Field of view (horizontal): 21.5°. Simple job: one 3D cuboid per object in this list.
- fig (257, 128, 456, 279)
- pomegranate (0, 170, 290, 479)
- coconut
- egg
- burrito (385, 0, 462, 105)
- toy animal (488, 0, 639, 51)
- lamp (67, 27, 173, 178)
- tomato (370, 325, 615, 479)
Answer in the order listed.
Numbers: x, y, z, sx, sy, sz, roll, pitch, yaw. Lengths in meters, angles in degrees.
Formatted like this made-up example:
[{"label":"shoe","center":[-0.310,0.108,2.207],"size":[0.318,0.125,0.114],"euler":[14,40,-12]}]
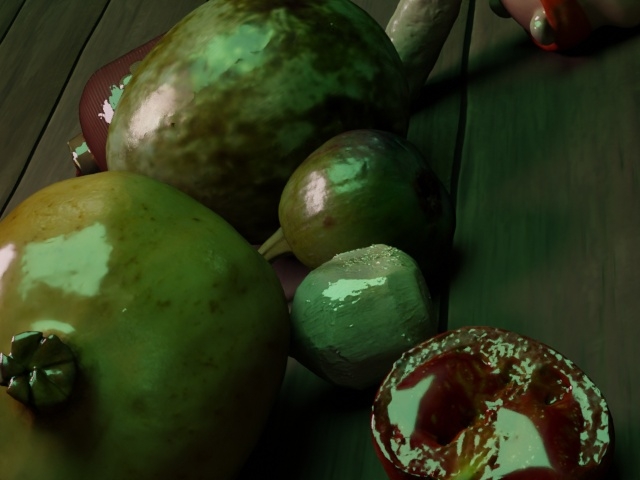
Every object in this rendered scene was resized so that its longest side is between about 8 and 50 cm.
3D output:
[{"label":"fig","center":[0.000,0.000,1.445],"size":[0.245,0.149,0.149],"euler":[-26,24,37]},{"label":"pomegranate","center":[-0.165,0.093,1.287],"size":[0.307,0.307,0.307],"euler":[-23,28,13]},{"label":"coconut","center":[0.027,0.063,1.323],"size":[0.124,0.110,0.110],"euler":[-17,29,9]},{"label":"egg","center":[-0.056,-0.109,1.547],"size":[0.289,0.238,0.238],"euler":[-30,26,-18]},{"label":"burrito","center":[0.117,-0.251,1.650],"size":[0.275,0.059,0.082],"euler":[-66,-7,31]},{"label":"toy animal","center":[0.247,-0.280,1.637],"size":[0.197,0.171,0.171],"euler":[-65,20,18]},{"label":"lamp","center":[-0.142,-0.124,1.739],"size":[0.258,0.180,0.180],"euler":[-31,27,-1]},{"label":"tomato","center":[0.116,0.139,1.126],"size":[0.159,0.091,0.139],"euler":[18,58,21]}]
